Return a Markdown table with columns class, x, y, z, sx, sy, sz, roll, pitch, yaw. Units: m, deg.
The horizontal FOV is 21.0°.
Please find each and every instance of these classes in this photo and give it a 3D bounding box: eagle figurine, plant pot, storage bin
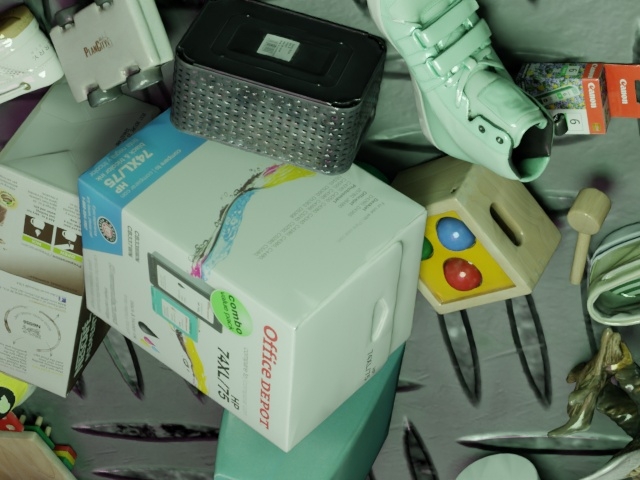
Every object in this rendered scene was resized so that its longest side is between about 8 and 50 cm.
| class | x | y | z | sx | sy | sz | roll | pitch | yaw |
| --- | --- | --- | --- | --- | --- | --- | --- | --- | --- |
| eagle figurine | 0.391 | 0.185 | 1.683 | 0.298 | 0.226 | 0.225 | 28 | 114 | 5 |
| plant pot | -0.027 | 0.216 | 1.847 | 0.166 | 0.234 | 0.165 | 16 | 133 | 9 |
| storage bin | -0.040 | -0.148 | 1.616 | 0.180 | 0.122 | 0.084 | 18 | 134 | 8 |

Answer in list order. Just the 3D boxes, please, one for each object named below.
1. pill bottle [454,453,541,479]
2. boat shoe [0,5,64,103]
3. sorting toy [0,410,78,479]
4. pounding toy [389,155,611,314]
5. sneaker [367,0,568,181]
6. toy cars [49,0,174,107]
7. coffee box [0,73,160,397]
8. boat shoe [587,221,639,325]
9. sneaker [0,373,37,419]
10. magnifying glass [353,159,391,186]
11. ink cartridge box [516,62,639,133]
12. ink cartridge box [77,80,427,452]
| class | x | y | z | sx | sy | sz | roll | pitch | yaw |
| --- | --- | --- | --- | --- | --- | --- | --- | --- | --- |
| pill bottle | 0.230 | 0.360 | 1.931 | 0.136 | 0.136 | 0.245 | -7 | 126 | 27 |
| boat shoe | -0.378 | -0.142 | 1.780 | 0.277 | 0.098 | 0.096 | -22 | 117 | 34 |
| sorting toy | -0.379 | 0.254 | 2.139 | 0.132 | 0.046 | 0.274 | 0 | 144 | 25 |
| pounding toy | 0.178 | 0.006 | 1.649 | 0.206 | 0.094 | 0.181 | -17 | 121 | 47 |
| sneaker | 0.136 | -0.162 | 1.512 | 0.151 | 0.094 | 0.256 | 31 | 155 | 44 |
| toy cars | -0.168 | -0.268 | 1.587 | 0.176 | 0.087 | 0.393 | 47 | 144 | 30 |
| coffee box | -0.269 | -0.002 | 1.807 | 0.119 | 0.168 | 0.297 | 21 | 133 | 5 |
| boat shoe | 0.384 | 0.015 | 1.598 | 0.302 | 0.094 | 0.109 | -22 | 117 | 36 |
| sneaker | -0.500 | 0.118 | 2.022 | 0.385 | 0.147 | 0.145 | 4 | 132 | 21 |
| magnifying glass | 0.000 | 0.000 | 1.795 | 0.092 | 0.026 | 0.231 | 32 | 134 | -6 |
| ink cartridge box | 0.241 | -0.130 | 1.578 | 0.115 | 0.029 | 0.062 | 2 | 129 | 22 |
| ink cartridge box | -0.066 | 0.020 | 1.652 | 0.270 | 0.197 | 0.198 | 33 | 144 | 24 |
